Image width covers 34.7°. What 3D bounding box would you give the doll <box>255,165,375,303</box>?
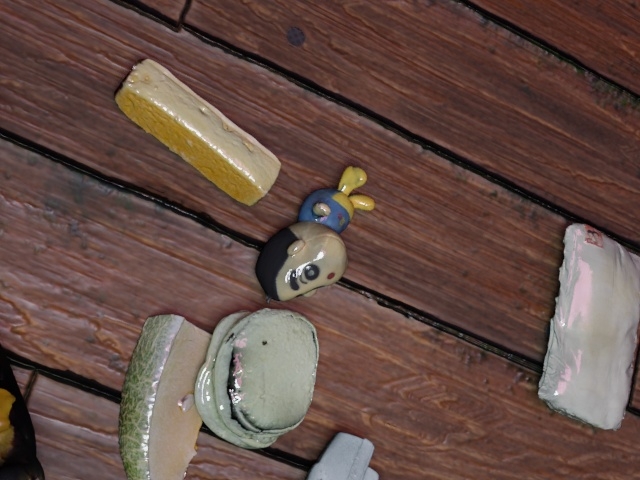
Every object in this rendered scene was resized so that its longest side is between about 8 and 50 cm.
[{"bbox_3d":[0.000,0.000,1.081,0.089,0.102,0.179,28,65,32],"label":"doll"}]

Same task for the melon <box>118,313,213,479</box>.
[{"bbox_3d":[-0.152,0.168,1.002,0.098,0.054,0.182,34,67,-29],"label":"melon"}]

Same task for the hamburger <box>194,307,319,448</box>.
[{"bbox_3d":[-0.059,0.134,1.016,0.133,0.062,0.140,31,62,-38],"label":"hamburger"}]

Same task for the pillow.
[{"bbox_3d":[0.322,0.102,1.208,0.128,0.051,0.229,21,72,-25],"label":"pillow"}]

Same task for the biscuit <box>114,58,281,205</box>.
[{"bbox_3d":[-0.126,-0.115,1.069,0.188,0.052,0.056,39,50,-11],"label":"biscuit"}]

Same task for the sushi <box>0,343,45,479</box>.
[{"bbox_3d":[-0.336,0.157,0.837,0.213,0.200,0.204,-40,91,-25],"label":"sushi"}]

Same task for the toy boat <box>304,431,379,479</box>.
[{"bbox_3d":[-0.004,0.317,1.004,0.085,0.078,0.261,25,67,0],"label":"toy boat"}]
